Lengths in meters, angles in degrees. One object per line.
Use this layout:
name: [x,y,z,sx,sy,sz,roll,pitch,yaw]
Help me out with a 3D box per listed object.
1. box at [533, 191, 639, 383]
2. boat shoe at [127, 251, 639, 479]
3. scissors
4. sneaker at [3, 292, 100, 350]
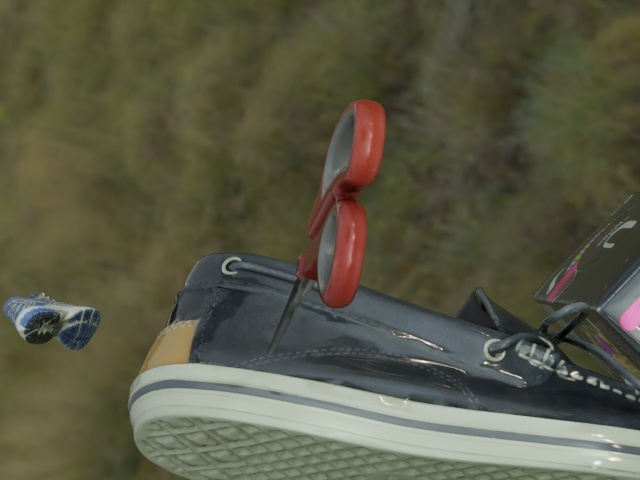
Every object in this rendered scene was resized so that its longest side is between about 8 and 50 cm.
box: [0.342,0.053,1.992,0.165,0.143,0.270,-46,6,-5]
boat shoe: [0.121,0.116,1.375,0.187,0.500,0.156,113,167,-58]
scissors: [0.000,0.000,1.122,0.297,0.021,0.109,128,148,-77]
sneaker: [-0.286,0.079,2.123,0.058,0.135,0.052,35,98,28]
